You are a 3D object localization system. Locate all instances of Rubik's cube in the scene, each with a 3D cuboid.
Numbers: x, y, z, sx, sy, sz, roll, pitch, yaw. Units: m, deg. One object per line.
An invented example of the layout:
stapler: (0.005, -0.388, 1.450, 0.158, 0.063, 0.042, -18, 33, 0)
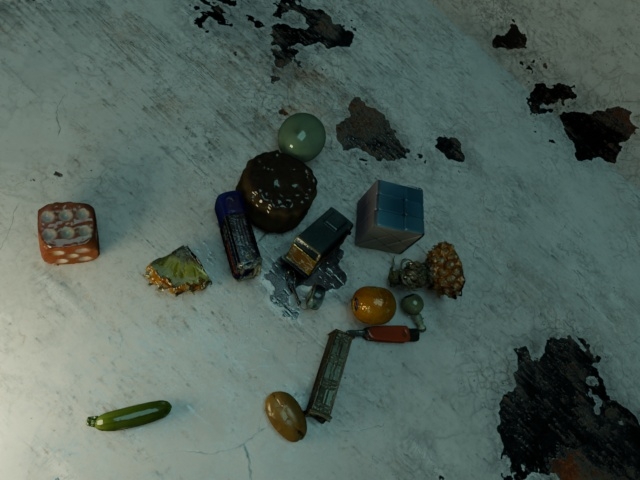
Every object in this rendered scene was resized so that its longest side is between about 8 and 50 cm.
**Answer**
Rubik's cube: (0.291, -0.097, 2.073, 0.231, 0.221, 0.224, 11, 63, -16)

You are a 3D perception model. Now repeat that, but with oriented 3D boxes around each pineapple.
pineapple: (0.421, 0.138, 2.033, 0.272, 0.262, 0.262, -8, 69, -11)
pineapple: (-0.509, 0.110, 1.752, 0.237, 0.114, 0.186, 13, 61, -26)

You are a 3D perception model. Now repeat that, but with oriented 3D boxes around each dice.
dice: (-0.845, -0.026, 1.636, 0.175, 0.179, 0.173, -6, 69, -21)

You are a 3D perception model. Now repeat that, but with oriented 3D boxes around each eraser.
eraser: (-0.313, -0.019, 1.845, 0.102, 0.155, 0.332, -12, 71, -24)

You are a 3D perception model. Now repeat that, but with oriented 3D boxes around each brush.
brush: (0.253, 0.372, 1.936, 0.324, 0.051, 0.070, 3, 68, -19)

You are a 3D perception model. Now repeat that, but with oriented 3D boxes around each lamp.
lamp: (0.032, 0.490, 1.777, 0.090, 0.089, 0.325, 24, 60, -9)
lamp: (0.395, 0.303, 2.013, 0.091, 0.091, 0.163, -21, 91, -28)

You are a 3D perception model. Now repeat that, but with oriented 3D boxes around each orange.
orange: (0.208, 0.254, 1.905, 0.178, 0.177, 0.155, 3, 79, -20)

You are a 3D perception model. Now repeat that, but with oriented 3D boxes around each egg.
egg: (-0.079, -0.443, 2.092, 0.203, 0.203, 0.282, 33, 34, -4)

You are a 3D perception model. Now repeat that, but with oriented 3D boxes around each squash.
squash: (-0.595, 0.553, 1.523, 0.252, 0.066, 0.066, -7, 69, -22)

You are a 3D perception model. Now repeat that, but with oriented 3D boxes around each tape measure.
tape measure: (-0.066, 0.188, 1.872, 0.180, 0.107, 0.104, 36, 61, -1)

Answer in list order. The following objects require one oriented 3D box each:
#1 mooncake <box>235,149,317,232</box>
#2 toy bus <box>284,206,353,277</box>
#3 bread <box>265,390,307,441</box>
mooncake: (-0.177, -0.201, 1.967, 0.324, 0.187, 0.323, 9, 61, -18)
toy bus: (0.000, 0.000, 1.933, 0.138, 0.167, 0.275, 39, 46, 9)
bread: (-0.114, 0.605, 1.678, 0.114, 0.077, 0.189, -30, 77, -34)
